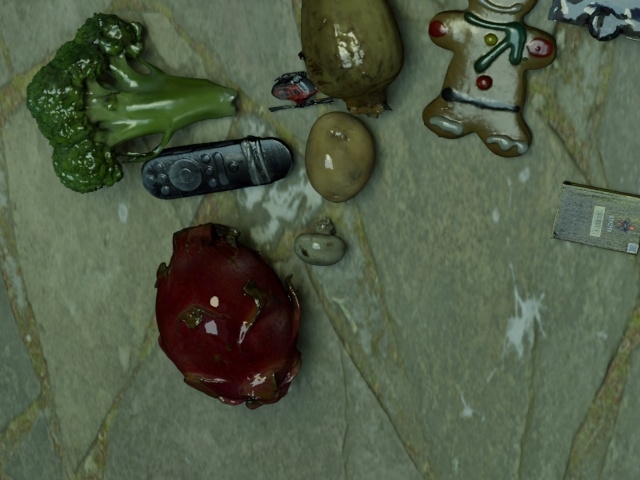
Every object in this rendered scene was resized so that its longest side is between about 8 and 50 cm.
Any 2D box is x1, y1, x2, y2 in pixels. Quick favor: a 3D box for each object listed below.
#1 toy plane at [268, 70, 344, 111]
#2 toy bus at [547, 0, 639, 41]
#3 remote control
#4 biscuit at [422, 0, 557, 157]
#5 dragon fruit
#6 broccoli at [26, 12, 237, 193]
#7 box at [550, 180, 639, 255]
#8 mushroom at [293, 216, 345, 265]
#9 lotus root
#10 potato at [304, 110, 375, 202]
[{"bbox_3d":[-0.023,-0.238,1.814,0.145,0.037,0.060,-4,108,21],"label":"toy plane"},{"bbox_3d":[0.483,-0.328,1.582,0.317,0.112,0.138,15,105,13],"label":"toy bus"},{"bbox_3d":[-0.167,-0.126,1.888,0.266,0.066,0.090,-7,117,16],"label":"remote control"},{"bbox_3d":[0.252,-0.282,1.705,0.197,0.049,0.301,15,109,12],"label":"biscuit"},{"bbox_3d":[-0.153,0.128,1.866,0.250,0.250,0.315,4,104,17],"label":"dragon fruit"},{"bbox_3d":[-0.333,-0.237,1.871,0.302,0.186,0.254,-31,91,-19],"label":"broccoli"},{"bbox_3d":[0.424,-0.034,1.731,0.133,0.023,0.090,12,110,15],"label":"box"},{"bbox_3d":[0.000,0.000,1.863,0.085,0.085,0.079,3,77,18],"label":"mushroom"},{"bbox_3d":[0.042,-0.307,1.718,0.154,0.140,0.257,-15,93,15],"label":"lotus root"},{"bbox_3d":[0.026,-0.129,1.794,0.112,0.112,0.147,1,99,18],"label":"potato"}]
